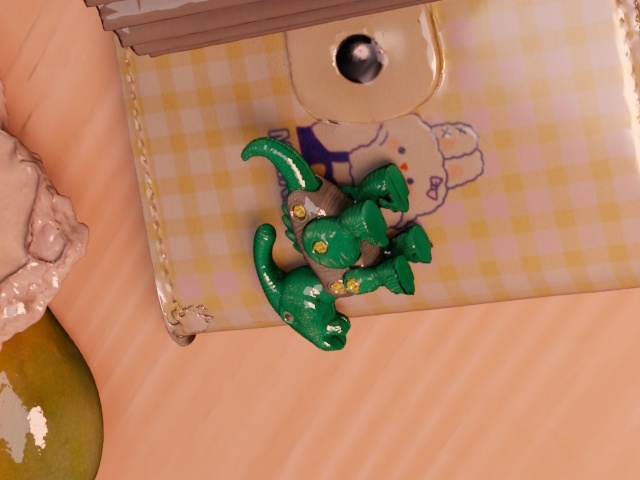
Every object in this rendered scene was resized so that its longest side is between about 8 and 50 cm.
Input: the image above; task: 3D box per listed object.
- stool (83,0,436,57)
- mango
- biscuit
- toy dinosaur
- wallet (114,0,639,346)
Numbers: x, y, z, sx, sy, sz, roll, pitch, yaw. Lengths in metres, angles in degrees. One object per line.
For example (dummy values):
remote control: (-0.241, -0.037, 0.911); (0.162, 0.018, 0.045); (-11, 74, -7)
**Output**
stool: (0.054, -0.249, 0.876); (0.330, 0.297, 0.297); (-5, 103, 14)
mango: (-0.203, 0.085, 1.150); (0.122, 0.085, 0.191); (-30, 83, 26)
biscuit: (-0.225, -0.004, 1.099); (0.188, 0.040, 0.265); (3, 78, 21)
toy dinosaur: (0.000, 0.000, 1.013); (0.096, 0.059, 0.132); (-17, 113, 30)
wallet: (0.043, -0.060, 1.044); (0.309, 0.077, 0.223); (-6, 106, 19)
